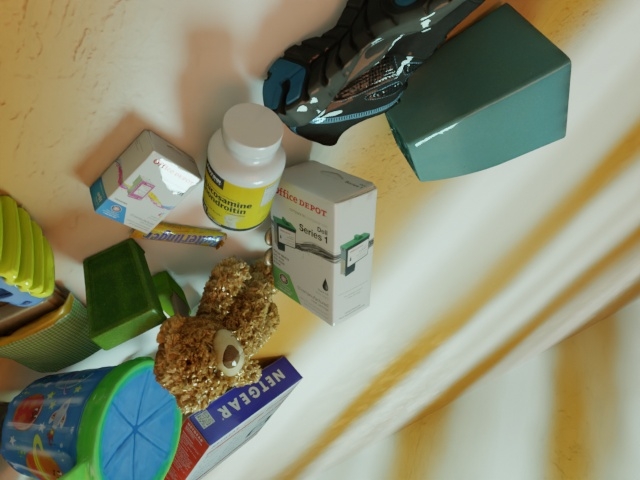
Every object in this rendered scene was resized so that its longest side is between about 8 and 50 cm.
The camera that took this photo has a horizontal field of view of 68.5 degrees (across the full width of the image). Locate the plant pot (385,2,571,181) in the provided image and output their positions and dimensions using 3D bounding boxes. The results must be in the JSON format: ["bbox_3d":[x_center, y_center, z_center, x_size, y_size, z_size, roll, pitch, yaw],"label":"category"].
[{"bbox_3d":[0.232,-0.207,0.743,0.235,0.165,0.165,-28,145,8],"label":"plant pot"}]

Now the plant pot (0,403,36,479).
[{"bbox_3d":[-0.625,0.436,0.865,0.229,0.263,0.263,-51,144,-4],"label":"plant pot"}]

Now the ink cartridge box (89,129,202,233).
[{"bbox_3d":[-0.239,-0.078,0.649,0.122,0.052,0.089,-42,143,13],"label":"ink cartridge box"}]

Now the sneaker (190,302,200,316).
[{"bbox_3d":[-0.265,0.245,0.974,0.169,0.108,0.292,-23,145,-15],"label":"sneaker"}]

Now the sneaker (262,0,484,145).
[{"bbox_3d":[0.085,-0.257,0.621,0.341,0.124,0.140,-31,149,19],"label":"sneaker"}]

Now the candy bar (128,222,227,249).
[{"bbox_3d":[-0.227,-0.009,0.771,0.162,0.018,0.040,10,128,-41],"label":"candy bar"}]

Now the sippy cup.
[{"bbox_3d":[-0.398,0.320,0.811,0.224,0.239,0.305,-3,158,16],"label":"sippy cup"}]

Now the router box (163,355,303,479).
[{"bbox_3d":[-0.233,0.473,1.194,0.336,0.082,0.301,-19,149,-54],"label":"router box"}]

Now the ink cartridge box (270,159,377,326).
[{"bbox_3d":[0.000,0.000,0.760,0.093,0.160,0.219,-24,126,-36],"label":"ink cartridge box"}]

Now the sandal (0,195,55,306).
[{"bbox_3d":[-0.451,-0.013,0.532,0.138,0.126,0.317,-31,136,6],"label":"sandal"}]

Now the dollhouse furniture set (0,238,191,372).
[{"bbox_3d":[-0.375,0.163,0.757,0.302,0.151,0.197,-26,144,-6],"label":"dollhouse furniture set"}]

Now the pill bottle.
[{"bbox_3d":[-0.106,-0.096,0.646,0.103,0.103,0.184,-13,155,-24],"label":"pill bottle"}]

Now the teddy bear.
[{"bbox_3d":[-0.137,0.148,0.807,0.338,0.113,0.244,10,95,-75],"label":"teddy bear"}]

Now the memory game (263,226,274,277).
[{"bbox_3d":[-0.029,-0.004,0.861,0.186,0.012,0.186,-24,127,-36],"label":"memory game"}]
